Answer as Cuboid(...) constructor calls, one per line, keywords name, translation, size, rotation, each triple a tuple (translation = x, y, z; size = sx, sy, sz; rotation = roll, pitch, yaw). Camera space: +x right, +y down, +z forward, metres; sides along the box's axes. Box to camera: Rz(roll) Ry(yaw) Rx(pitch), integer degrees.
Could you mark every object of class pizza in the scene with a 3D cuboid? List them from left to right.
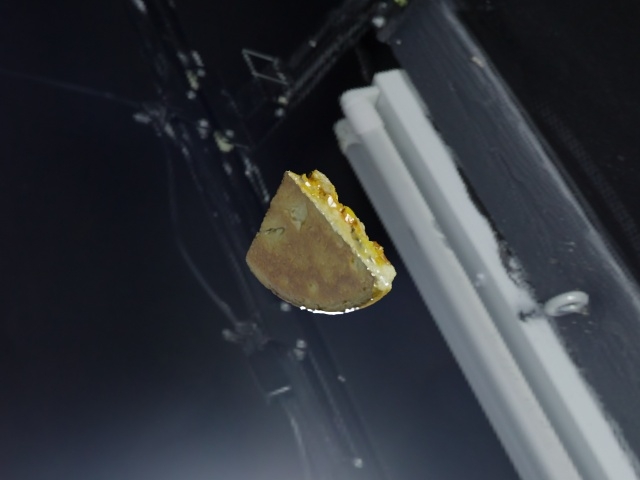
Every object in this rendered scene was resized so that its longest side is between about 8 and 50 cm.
Cuboid(name="pizza", translation=(0.000, 0.000, 0.860), size=(0.175, 0.046, 0.134), rotation=(18, -60, 41))
